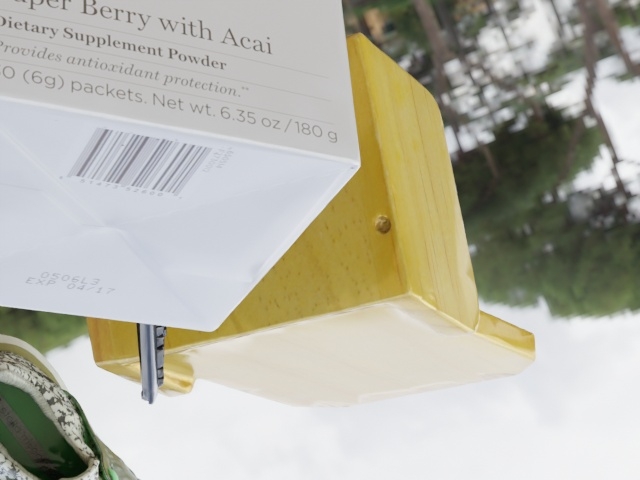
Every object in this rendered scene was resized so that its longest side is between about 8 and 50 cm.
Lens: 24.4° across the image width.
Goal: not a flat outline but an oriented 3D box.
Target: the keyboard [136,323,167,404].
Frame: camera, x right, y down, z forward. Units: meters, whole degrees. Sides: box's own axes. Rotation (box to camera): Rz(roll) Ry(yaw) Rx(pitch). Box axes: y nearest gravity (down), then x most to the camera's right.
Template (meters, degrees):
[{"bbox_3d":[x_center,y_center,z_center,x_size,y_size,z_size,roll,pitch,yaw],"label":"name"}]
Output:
[{"bbox_3d":[-0.134,-0.038,1.138,0.033,0.317,0.201,-3,-132,-9],"label":"keyboard"}]

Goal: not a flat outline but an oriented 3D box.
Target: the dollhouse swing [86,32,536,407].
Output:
[{"bbox_3d":[0.000,0.000,1.400,0.347,0.315,0.305,-16,171,34],"label":"dollhouse swing"}]

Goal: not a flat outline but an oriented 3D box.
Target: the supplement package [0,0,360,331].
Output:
[{"bbox_3d":[-0.107,-0.130,0.724,0.177,0.293,0.175,8,148,-24],"label":"supplement package"}]

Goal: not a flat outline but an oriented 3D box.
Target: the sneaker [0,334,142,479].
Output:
[{"bbox_3d":[-0.242,0.267,1.492,0.158,0.410,0.182,-44,-173,-13],"label":"sneaker"}]
